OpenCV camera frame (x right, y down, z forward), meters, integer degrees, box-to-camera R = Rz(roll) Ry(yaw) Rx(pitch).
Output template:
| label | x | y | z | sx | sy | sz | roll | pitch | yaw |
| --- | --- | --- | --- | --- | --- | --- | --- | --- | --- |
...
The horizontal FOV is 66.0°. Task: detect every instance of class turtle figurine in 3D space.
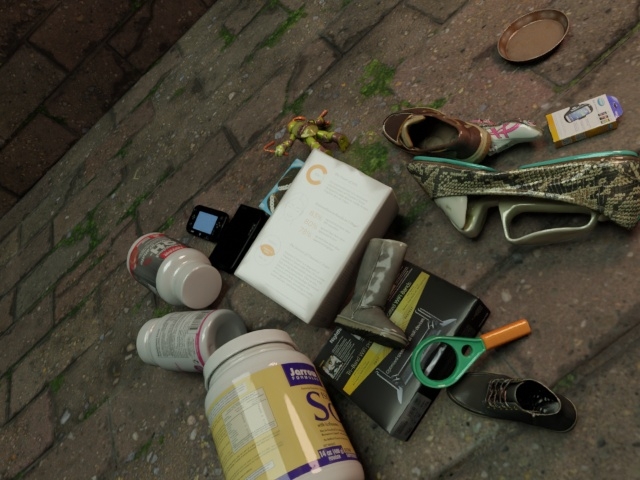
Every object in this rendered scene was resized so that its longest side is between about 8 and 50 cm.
| label | x | y | z | sx | sy | sz | roll | pitch | yaw |
| --- | --- | --- | --- | --- | --- | --- | --- | --- | --- |
| turtle figurine | -0.022 | -0.321 | 1.478 | 0.217 | 0.087 | 0.269 | 33 | 55 | 32 |

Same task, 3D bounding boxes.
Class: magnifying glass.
| label | x | y | z | sx | sy | sz | roll | pitch | yaw |
| --- | --- | --- | --- | --- | --- | --- | --- | --- | --- |
| magnifying glass | 0.275 | 0.198 | 0.901 | 0.231 | 0.026 | 0.092 | -20 | 90 | -7 |

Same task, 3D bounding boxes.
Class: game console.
| label | x | y | z | sx | sy | sz | roll | pitch | yaw |
| --- | --- | --- | --- | --- | --- | --- | --- | --- | --- |
| game console | -0.327 | -0.028 | 1.575 | 0.361 | 0.044 | 0.213 | 17 | 73 | 44 |

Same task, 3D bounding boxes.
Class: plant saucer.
| label | x | y | z | sx | sy | sz | roll | pitch | yaw |
| --- | --- | --- | --- | --- | --- | --- | --- | --- | --- |
| plant saucer | 0.533 | -0.507 | 1.235 | 0.168 | 0.029 | 0.168 | -19 | 52 | 26 |

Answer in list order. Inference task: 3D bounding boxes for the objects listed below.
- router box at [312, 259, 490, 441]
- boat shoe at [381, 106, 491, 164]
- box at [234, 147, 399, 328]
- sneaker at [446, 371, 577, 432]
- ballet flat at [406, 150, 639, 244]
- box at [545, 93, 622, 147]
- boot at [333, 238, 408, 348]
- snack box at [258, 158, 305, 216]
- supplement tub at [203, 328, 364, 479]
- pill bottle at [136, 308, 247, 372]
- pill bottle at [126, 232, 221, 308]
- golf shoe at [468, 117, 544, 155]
| label | x | y | z | sx | sy | sz | roll | pitch | yaw |
| --- | --- | --- | --- | --- | --- | --- | --- | --- | --- |
| router box | 0.157 | 0.205 | 1.016 | 0.243 | 0.081 | 0.309 | 30 | 83 | 45 |
| boat shoe | 0.247 | -0.268 | 1.197 | 0.342 | 0.123 | 0.123 | 38 | 112 | 52 |
| box | 0.000 | 0.000 | 1.152 | 0.215 | 0.168 | 0.345 | 31 | 86 | 20 |
| sneaker | 0.307 | 0.257 | 0.839 | 0.222 | 0.118 | 0.083 | 0 | 63 | 38 |
| ballet flat | 0.379 | -0.084 | 1.002 | 0.483 | 0.164 | 0.182 | 7 | 87 | 39 |
| box | 0.562 | -0.256 | 1.049 | 0.136 | 0.028 | 0.081 | -16 | 53 | 26 |
| boot | 0.133 | 0.101 | 1.005 | 0.189 | 0.076 | 0.208 | 15 | 65 | 42 |
| snack box | -0.024 | -0.094 | 1.371 | 0.187 | 0.060 | 0.322 | -52 | 45 | -2 |
| supplement tub | -0.086 | 0.367 | 0.962 | 0.241 | 0.241 | 0.331 | -38 | 53 | 11 |
| pill bottle | -0.346 | 0.268 | 1.309 | 0.283 | 0.160 | 0.160 | -8 | 57 | 34 |
| pill bottle | -0.437 | 0.094 | 1.484 | 0.318 | 0.176 | 0.176 | 19 | 75 | 43 |
| golf shoe | 0.416 | -0.231 | 1.124 | 0.186 | 0.067 | 0.086 | 14 | 90 | 51 |
